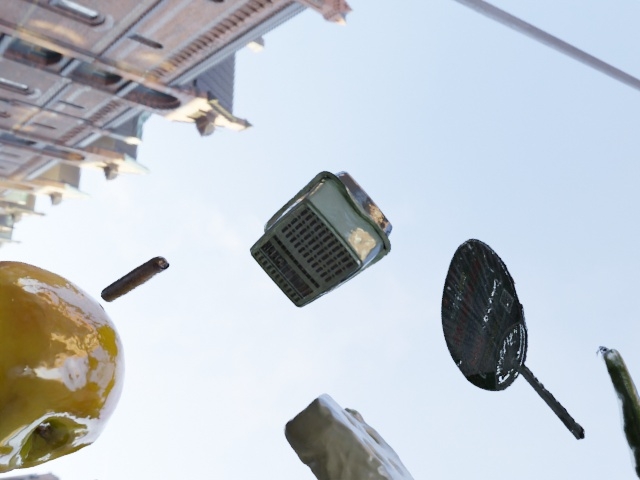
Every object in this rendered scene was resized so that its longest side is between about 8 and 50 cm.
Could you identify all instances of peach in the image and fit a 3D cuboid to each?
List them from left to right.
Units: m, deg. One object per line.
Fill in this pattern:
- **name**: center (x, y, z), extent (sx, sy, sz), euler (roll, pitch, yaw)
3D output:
- **peach**: center (-0.450, 0.173, 0.820), extent (0.289, 0.289, 0.308), euler (-49, -120, 29)

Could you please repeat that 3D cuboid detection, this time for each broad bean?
- **broad bean**: center (0.618, 0.341, 1.092), extent (0.056, 0.098, 0.318), euler (-12, -137, 16)

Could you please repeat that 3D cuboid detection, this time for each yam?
- **yam**: center (-0.440, 0.092, 1.292), extent (0.264, 0.046, 0.046), euler (-27, -117, 37)

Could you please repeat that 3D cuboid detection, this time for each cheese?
- **cheese**: center (0.061, 0.422, 1.076), extent (0.115, 0.326, 0.318), euler (-43, -155, -4)

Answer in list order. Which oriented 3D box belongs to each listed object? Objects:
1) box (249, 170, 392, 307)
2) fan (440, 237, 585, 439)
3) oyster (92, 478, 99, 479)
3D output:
- **box**: center (0.000, 0.000, 1.171), extent (0.220, 0.166, 0.290), euler (50, -44, -3)
- **fan**: center (0.240, 0.109, 0.746), extent (0.294, 0.012, 0.223), euler (-169, -107, -71)
- **oyster**: center (-0.389, 0.510, 0.933), extent (0.125, 0.064, 0.177), euler (30, -81, 8)
